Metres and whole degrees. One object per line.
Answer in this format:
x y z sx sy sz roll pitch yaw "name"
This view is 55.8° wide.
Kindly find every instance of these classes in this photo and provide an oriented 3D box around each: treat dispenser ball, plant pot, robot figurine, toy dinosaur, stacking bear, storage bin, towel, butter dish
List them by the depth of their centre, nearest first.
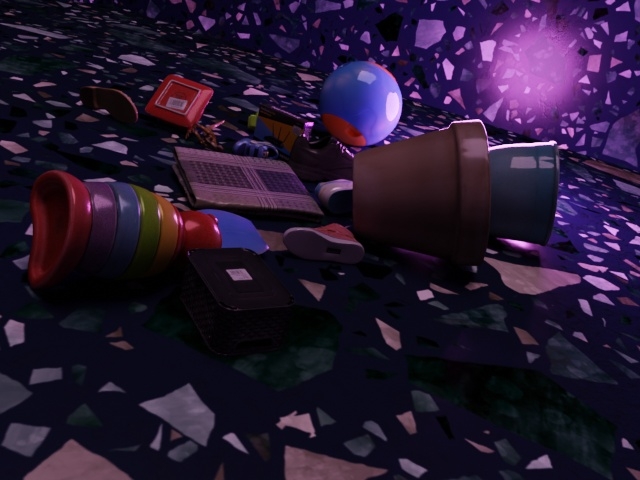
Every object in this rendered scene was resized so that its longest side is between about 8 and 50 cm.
-0.133 0.089 0.940 0.122 0.084 0.180 -1 29 -32 "storage bin"
-0.291 -0.008 0.974 0.289 0.176 0.164 9 -19 -44 "stacking bear"
0.214 -0.105 1.355 0.280 0.323 0.323 1 23 6 "plant pot"
-0.185 -0.131 1.455 0.324 0.056 0.312 5 28 -26 "towel"
0.471 -0.130 1.597 0.255 0.272 0.272 5 22 12 "plant pot"
-0.324 -0.300 1.736 0.112 0.064 0.212 22 27 -31 "toy dinosaur"
-0.413 -0.390 1.804 0.160 0.118 0.160 21 64 9 "butter dish"
-0.177 -0.379 1.967 0.115 0.067 0.101 6 -5 -19 "robot figurine"
0.136 -0.469 2.082 0.288 0.288 0.288 13 24 -6 "treat dispenser ball"

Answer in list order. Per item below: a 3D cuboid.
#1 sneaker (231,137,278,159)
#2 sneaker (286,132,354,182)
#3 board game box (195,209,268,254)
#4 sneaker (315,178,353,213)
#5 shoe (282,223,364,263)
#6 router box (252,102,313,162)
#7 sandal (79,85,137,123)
-0.182 -0.254 1.709 0.144 0.053 0.059 -6 34 -38 "sneaker"
0.049 -0.222 1.682 0.286 0.130 0.109 6 23 -22 "sneaker"
-0.182 -0.004 1.185 0.133 0.033 0.169 5 30 -34 "board game box"
0.095 -0.118 1.533 0.228 0.088 0.092 0 25 -35 "sneaker"
0.000 0.000 1.250 0.177 0.064 0.081 12 22 -21 "shoe"
-0.114 -0.312 1.775 0.178 0.133 0.046 29 26 29 "router box"
-0.589 -0.405 1.753 0.240 0.088 0.079 21 30 26 "sandal"
